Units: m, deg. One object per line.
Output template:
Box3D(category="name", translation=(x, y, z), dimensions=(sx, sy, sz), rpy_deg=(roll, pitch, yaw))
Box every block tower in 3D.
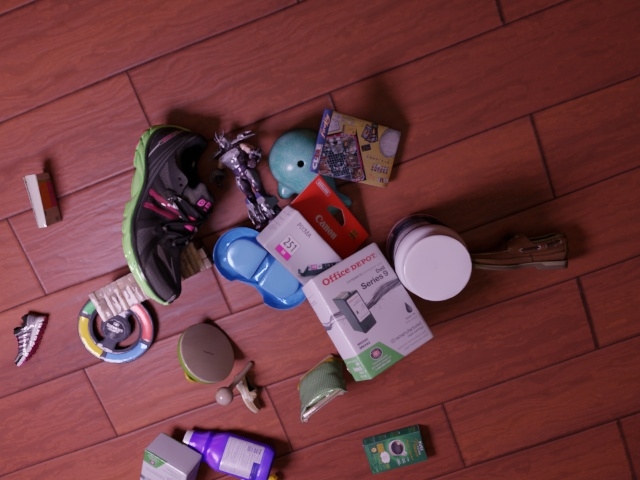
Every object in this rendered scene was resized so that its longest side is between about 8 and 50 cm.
Box3D(category="block tower", translation=(-0.474, 0.107, 1.509), dimensions=(0.336, 0.097, 0.090), rpy_deg=(-27, 96, -3))

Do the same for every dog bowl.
Box3D(category="dog bowl", translation=(-0.163, 0.073, 1.530), dimensions=(0.297, 0.074, 0.165), rpy_deg=(33, 100, -7))

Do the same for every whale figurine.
Box3D(category="whale figurine", translation=(-0.024, -0.175, 1.441), dimensions=(0.216, 0.141, 0.272), rpy_deg=(-32, 102, 6))

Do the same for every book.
Box3D(category="book", translation=(-0.767, -0.115, 1.478), dimensions=(0.035, 0.096, 0.144), rpy_deg=(-9, 101, 1))

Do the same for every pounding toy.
Box3D(category="pounding toy", translation=(-0.341, 0.366, 1.564), dimensions=(0.110, 0.183, 0.237), rpy_deg=(-36, 105, 33))

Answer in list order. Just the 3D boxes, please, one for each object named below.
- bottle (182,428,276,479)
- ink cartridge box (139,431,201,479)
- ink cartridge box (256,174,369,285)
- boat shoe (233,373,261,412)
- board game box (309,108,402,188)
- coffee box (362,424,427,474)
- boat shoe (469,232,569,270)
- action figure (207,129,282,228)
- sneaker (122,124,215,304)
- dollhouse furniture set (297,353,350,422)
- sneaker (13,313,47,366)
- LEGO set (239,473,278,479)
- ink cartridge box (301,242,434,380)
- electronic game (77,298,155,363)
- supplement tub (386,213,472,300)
Box3D(category="bottle", translation=(-0.284, 0.656, 1.636), dimensions=(0.283, 0.092, 0.118), rpy_deg=(15, 69, 5))
Box3D(category="ink cartridge box", translation=(-0.461, 0.713, 1.618), dimensions=(0.153, 0.087, 0.208), rpy_deg=(25, 119, 12))
Box3D(category="ink cartridge box", translation=(0.000, 0.000, 1.431), dimensions=(0.239, 0.060, 0.275), rpy_deg=(-46, 126, -5))
Box3D(category="boat shoe", translation=(-0.215, 0.467, 1.627), dimensions=(0.045, 0.050, 0.135), rpy_deg=(-28, 101, 11))
Box3D(category="board game box", translation=(0.097, -0.238, 1.409), dimensions=(0.243, 0.042, 0.164), rpy_deg=(7, 102, -37))
Box3D(category="coffee box", translation=(0.235, 0.659, 1.672), dimensions=(0.184, 0.040, 0.113), rpy_deg=(-18, 102, 4))
Box3D(category="boat shoe", translation=(0.551, 0.026, 1.510), dimensions=(0.308, 0.111, 0.104), rpy_deg=(-2, 99, -9))
Box3D(category="action figure", translation=(-0.205, -0.175, 1.447), dimensions=(0.185, 0.099, 0.285), rpy_deg=(-23, 102, 40))
Box3D(category="sneaker", translation=(-0.383, -0.074, 1.380), dimensions=(0.203, 0.185, 0.482), rpy_deg=(0, 84, 8))
Box3D(category="dollhouse furniture set", translation=(0.017, 0.339, 1.523), dimensions=(0.302, 0.197, 0.151), rpy_deg=(-40, 101, 7))
Box3D(category="sneaker", translation=(-0.881, 0.291, 1.584), dimensions=(0.075, 0.063, 0.170), rpy_deg=(25, 96, -5))
Box3D(category="LEGO set", translation=(-0.163, 0.801, 1.678), dimensions=(0.093, 0.087, 0.227), rpy_deg=(-39, 100, 23))
Box3D(category="ink cartridge box", translation=(0.116, 0.182, 1.372), dimensions=(0.211, 0.121, 0.289), rpy_deg=(-29, 82, -19))
Box3D(category="electronic game", translation=(-0.609, 0.260, 1.584), dimensions=(0.230, 0.048, 0.229), rpy_deg=(0, 102, 0))
Box3D(category="supplement tub", translation=(0.285, 0.040, 1.420), dimensions=(0.191, 0.272, 0.191), rpy_deg=(0, 102, 0))
